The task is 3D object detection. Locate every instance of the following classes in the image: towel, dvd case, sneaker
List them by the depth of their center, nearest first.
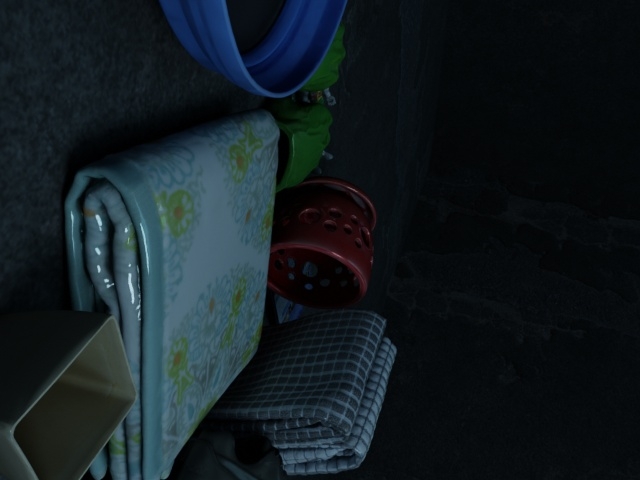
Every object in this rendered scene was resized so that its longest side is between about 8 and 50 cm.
[{"bbox_3d":[-0.150,0.053,0.666,0.320,0.090,0.374,-53,153,-63],"label":"towel"},{"bbox_3d":[-0.078,0.322,0.731,0.286,0.109,0.130,53,48,-50],"label":"sneaker"},{"bbox_3d":[-0.047,0.218,0.864,0.121,0.284,0.235,65,28,-25],"label":"towel"},{"bbox_3d":[-0.062,0.089,1.158,0.253,0.022,0.180,86,24,-51],"label":"dvd case"}]

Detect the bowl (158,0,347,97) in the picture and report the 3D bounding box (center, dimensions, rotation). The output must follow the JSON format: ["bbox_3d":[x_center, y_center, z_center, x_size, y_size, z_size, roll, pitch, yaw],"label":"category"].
[{"bbox_3d":[-0.040,-0.336,0.536,0.391,0.077,0.391,16,90,-76],"label":"bowl"}]

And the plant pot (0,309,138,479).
[{"bbox_3d":[-0.218,0.115,0.436,0.109,0.096,0.109,-60,160,-47],"label":"plant pot"}]

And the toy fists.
[{"bbox_3d":[-0.034,-0.209,0.838,0.142,0.096,0.279,-33,138,-55],"label":"toy fists"}]

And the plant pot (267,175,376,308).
[{"bbox_3d":[0.000,0.000,0.991,0.191,0.191,0.174,86,15,-51],"label":"plant pot"}]

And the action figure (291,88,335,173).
[{"bbox_3d":[-0.015,-0.224,0.968,0.232,0.064,0.137,84,27,-44],"label":"action figure"}]

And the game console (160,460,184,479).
[{"bbox_3d":[-0.137,0.409,0.617,0.060,0.342,0.386,-42,163,0],"label":"game console"}]
